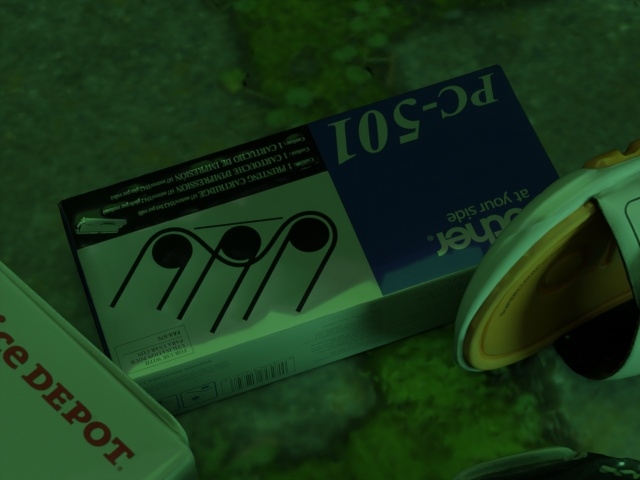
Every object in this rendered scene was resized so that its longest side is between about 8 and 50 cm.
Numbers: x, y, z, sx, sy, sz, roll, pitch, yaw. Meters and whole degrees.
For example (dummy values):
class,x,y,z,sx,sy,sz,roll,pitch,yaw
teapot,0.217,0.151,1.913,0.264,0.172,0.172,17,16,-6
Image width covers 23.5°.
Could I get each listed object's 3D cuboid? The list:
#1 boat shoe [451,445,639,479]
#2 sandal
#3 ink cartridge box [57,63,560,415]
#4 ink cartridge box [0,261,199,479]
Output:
class,x,y,z,sx,sy,sz,roll,pitch,yaw
boat shoe,0.001,0.164,0.541,0.302,0.091,0.114,-19,102,-11
sandal,0.179,-0.003,0.631,0.265,0.102,0.076,-24,56,-15
ink cartridge box,0.000,0.000,0.670,0.207,0.046,0.097,-18,59,-9
ink cartridge box,-0.163,0.116,0.578,0.203,0.086,0.148,-40,63,-22
